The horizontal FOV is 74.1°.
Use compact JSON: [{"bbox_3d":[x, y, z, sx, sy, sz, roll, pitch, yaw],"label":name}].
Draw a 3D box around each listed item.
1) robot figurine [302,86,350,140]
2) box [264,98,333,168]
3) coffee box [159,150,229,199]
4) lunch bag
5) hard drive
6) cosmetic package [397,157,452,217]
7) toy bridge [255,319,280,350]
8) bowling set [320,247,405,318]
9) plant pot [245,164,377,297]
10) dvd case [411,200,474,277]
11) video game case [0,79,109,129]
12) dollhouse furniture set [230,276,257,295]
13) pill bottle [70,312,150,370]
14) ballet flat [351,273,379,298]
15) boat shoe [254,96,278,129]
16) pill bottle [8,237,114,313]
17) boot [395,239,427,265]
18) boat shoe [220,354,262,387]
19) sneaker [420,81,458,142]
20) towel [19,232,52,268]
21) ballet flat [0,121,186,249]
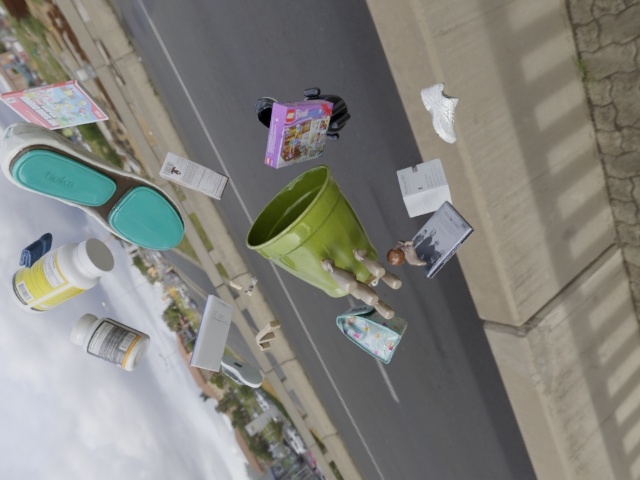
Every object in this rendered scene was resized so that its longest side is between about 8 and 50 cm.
[{"bbox_3d":[0.012,-0.569,1.919,0.278,0.173,0.209,25,110,53],"label":"robot figurine"},{"bbox_3d":[-0.069,-0.373,1.459,0.057,0.293,0.201,26,119,23],"label":"box"},{"bbox_3d":[-0.501,-0.253,1.693,0.246,0.098,0.141,23,177,-19],"label":"coffee box"},{"bbox_3d":[0.208,0.355,1.754,0.262,0.160,0.223,26,-168,17],"label":"lunch bag"},{"bbox_3d":[-0.504,0.439,1.997,0.040,0.319,0.210,2,158,20],"label":"hard drive"},{"bbox_3d":[0.433,-0.217,1.767,0.151,0.183,0.152,55,-156,-52],"label":"cosmetic package"},{"bbox_3d":[-0.186,0.328,1.436,0.026,0.063,0.188,63,148,29],"label":"toy bridge"},{"bbox_3d":[0.162,0.093,1.295,0.287,0.200,0.154,42,180,-40],"label":"bowling set"},{"bbox_3d":[0.000,0.000,1.446,0.353,0.367,0.366,46,167,-23],"label":"plant pot"},{"bbox_3d":[0.436,-0.006,1.568,0.029,0.239,0.179,20,-151,-33],"label":"dvd case"},{"bbox_3d":[-0.971,-0.493,1.566,0.204,0.284,0.025,74,-173,-69],"label":"video game case"},{"bbox_3d":[-0.336,0.181,1.860,0.114,0.081,0.091,26,172,-6],"label":"dollhouse furniture set"},{"bbox_3d":[-0.875,0.418,1.772,0.278,0.162,0.162,23,158,0],"label":"pill bottle"},{"bbox_3d":[0.235,0.208,2.073,0.073,0.232,0.080,52,149,5],"label":"ballet flat"},{"bbox_3d":[-0.252,-0.610,2.080,0.340,0.112,0.127,47,135,32],"label":"boat shoe"},{"bbox_3d":[-0.962,0.125,1.594,0.188,0.333,0.188,62,-172,-15],"label":"pill bottle"},{"bbox_3d":[0.333,0.043,1.557,0.042,0.118,0.087,-41,-45,-70],"label":"boot"},{"bbox_3d":[-0.324,0.549,1.744,0.219,0.077,0.070,23,119,33],"label":"boat shoe"},{"bbox_3d":[0.466,-0.477,1.576,0.115,0.090,0.232,-22,106,32],"label":"sneaker"},{"bbox_3d":[-0.817,0.027,1.226,0.029,0.067,0.119,22,-156,-10],"label":"towel"},{"bbox_3d":[-0.415,-0.103,0.826,0.139,0.139,0.400,47,-178,28],"label":"ballet flat"}]
